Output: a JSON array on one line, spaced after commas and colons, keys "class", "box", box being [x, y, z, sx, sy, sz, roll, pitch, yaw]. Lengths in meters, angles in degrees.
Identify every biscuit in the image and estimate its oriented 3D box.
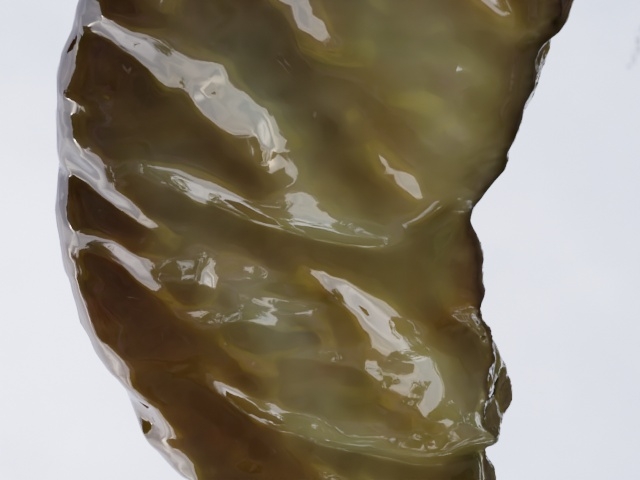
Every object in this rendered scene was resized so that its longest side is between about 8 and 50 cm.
[{"class": "biscuit", "box": [-0.004, 0.001, 0.519, 0.154, 0.045, 0.299, 3, -50, -1]}]
